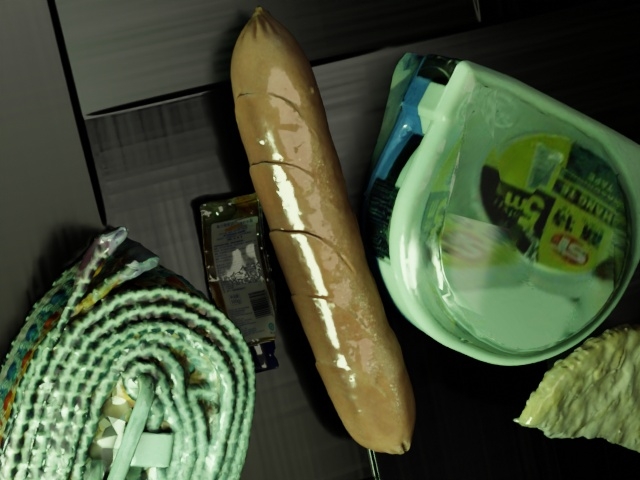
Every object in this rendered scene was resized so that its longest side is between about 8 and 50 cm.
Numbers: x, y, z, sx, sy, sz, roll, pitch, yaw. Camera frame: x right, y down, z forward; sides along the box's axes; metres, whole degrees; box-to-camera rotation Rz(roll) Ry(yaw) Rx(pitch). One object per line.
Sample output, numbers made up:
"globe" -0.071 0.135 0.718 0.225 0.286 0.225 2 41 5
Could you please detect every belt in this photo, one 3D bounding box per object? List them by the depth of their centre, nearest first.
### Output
"belt" -0.165 0.150 1.173 0.207 0.160 0.295 25 86 -21

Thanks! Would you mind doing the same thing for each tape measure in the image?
"tape measure" 0.168 -0.021 1.301 0.259 0.138 0.262 23 86 -20

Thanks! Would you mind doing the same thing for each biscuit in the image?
"biscuit" 0.291 0.141 1.360 0.250 0.032 0.133 17 103 -45

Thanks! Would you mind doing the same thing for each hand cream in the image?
"hand cream" -0.069 0.041 1.271 0.062 0.039 0.163 -11 93 -19

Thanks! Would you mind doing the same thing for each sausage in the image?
"sausage" 0.000 0.000 1.265 0.088 0.088 0.433 -21 101 -18
